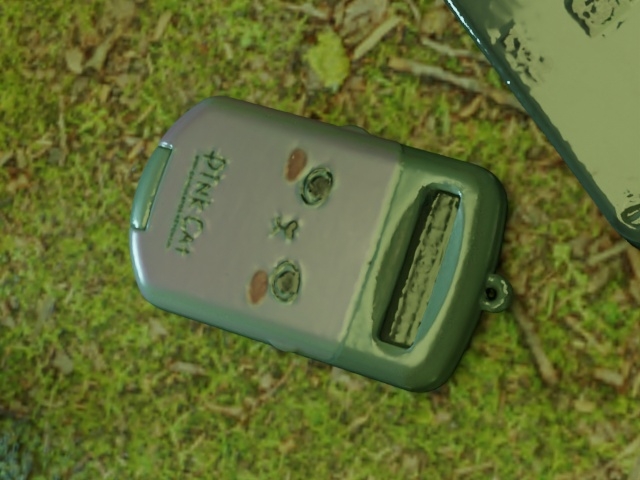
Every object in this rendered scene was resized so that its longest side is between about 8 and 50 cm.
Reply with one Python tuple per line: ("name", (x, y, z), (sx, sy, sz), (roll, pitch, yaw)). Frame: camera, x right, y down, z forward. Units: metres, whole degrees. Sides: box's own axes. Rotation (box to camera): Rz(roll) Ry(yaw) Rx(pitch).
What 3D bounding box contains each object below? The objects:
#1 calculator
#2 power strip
("calculator", (0.000, 0.000, 1.061), (0.246, 0.045, 0.141), (18, 85, 21))
("power strip", (0.185, -0.144, 1.016), (0.194, 0.059, 0.265), (-38, 69, 13))
